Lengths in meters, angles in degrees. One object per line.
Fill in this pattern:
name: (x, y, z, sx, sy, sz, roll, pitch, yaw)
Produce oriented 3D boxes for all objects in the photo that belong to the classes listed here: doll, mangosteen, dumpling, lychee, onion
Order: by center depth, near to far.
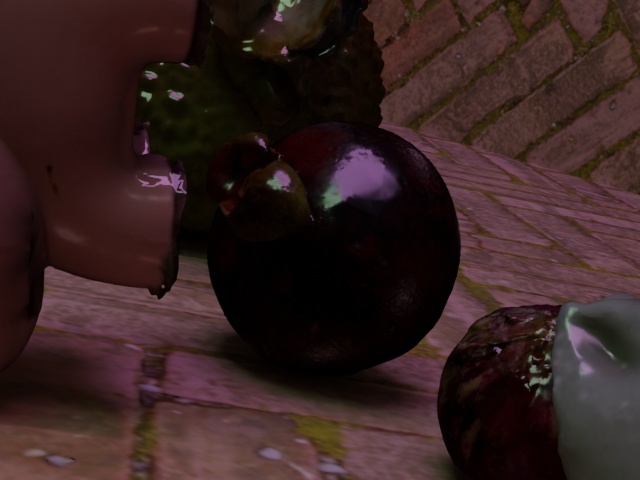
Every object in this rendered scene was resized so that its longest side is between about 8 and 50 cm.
dumpling: (0.173, 0.103, 0.491, 0.149, 0.104, 0.216, 8, 29, -33)
doll: (-0.201, -0.048, 0.588, 0.269, 0.216, 0.284, 2, 16, -19)
onion: (0.108, 0.080, 0.622, 0.107, 0.097, 0.107, -14, 40, 12)
mangosteen: (0.000, 0.000, 0.731, 0.153, 0.152, 0.152, 12, 11, -2)
lychee: (-0.081, -0.129, 1.027, 0.270, 0.269, 0.320, 11, 19, -11)
